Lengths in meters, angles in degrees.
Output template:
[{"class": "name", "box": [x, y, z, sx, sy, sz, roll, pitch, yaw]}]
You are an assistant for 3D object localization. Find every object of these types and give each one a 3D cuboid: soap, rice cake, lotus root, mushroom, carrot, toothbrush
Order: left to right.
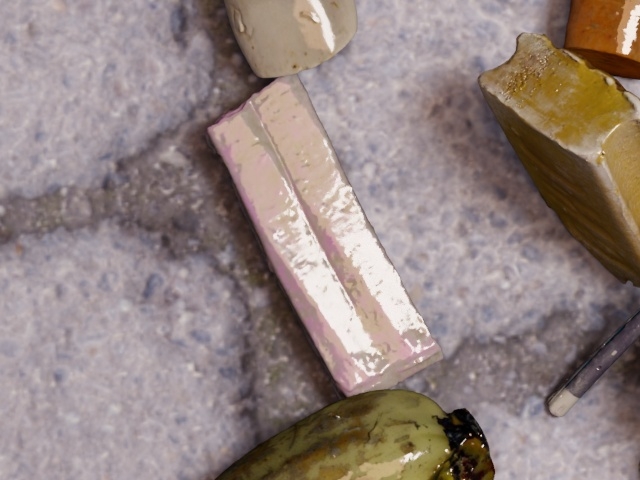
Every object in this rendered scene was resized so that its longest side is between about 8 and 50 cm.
[{"class": "mushroom", "box": [-0.050, -0.255, 1.505, 0.116, 0.093, 0.225, -26, 89, -3]}, {"class": "rice cake", "box": [-0.002, 0.000, 1.510, 0.106, 0.050, 0.298, -28, 89, -9]}, {"class": "lotus root", "box": [0.000, 0.239, 1.437, 0.309, 0.173, 0.173, -24, 88, -8]}, {"class": "soap", "box": [0.250, -0.058, 1.477, 0.080, 0.257, 0.160, -43, 48, -5]}, {"class": "toothbrush", "box": [0.296, 0.059, 1.480, 0.024, 0.026, 0.288, 37, 117, -4]}, {"class": "carrot", "box": [0.319, -0.301, 1.535, 0.138, 0.139, 0.302, 20, 83, -5]}]
